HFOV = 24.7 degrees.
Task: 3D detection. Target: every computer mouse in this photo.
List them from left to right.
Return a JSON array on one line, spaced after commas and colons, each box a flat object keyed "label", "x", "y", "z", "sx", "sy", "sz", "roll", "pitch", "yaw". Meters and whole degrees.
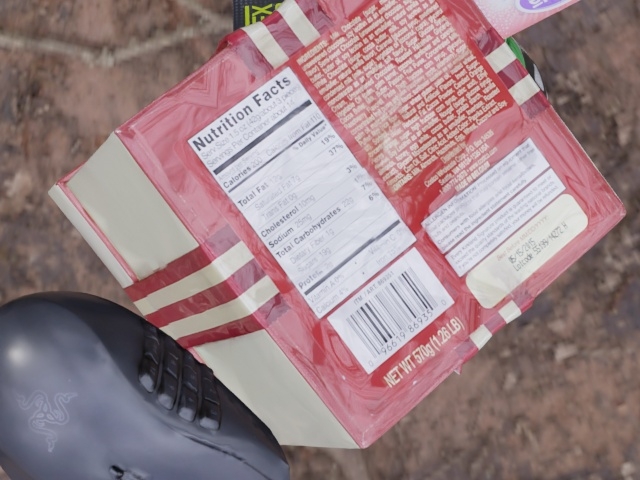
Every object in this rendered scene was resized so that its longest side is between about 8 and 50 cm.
[{"label": "computer mouse", "x": -0.019, "y": 0.104, "z": 0.476, "sx": 0.071, "sy": 0.041, "sz": 0.242, "roll": -43, "pitch": 111, "yaw": 13}]

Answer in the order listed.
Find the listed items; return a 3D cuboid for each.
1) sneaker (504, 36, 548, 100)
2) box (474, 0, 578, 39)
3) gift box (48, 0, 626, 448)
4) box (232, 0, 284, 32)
[{"label": "sneaker", "x": 0.165, "y": -0.149, "z": 1.475, "sx": 0.146, "sy": 0.343, "sz": 0.134, "roll": 20, "pitch": 96, "yaw": -13}, {"label": "box", "x": 0.162, "y": -0.280, "z": 1.197, "sx": 0.300, "sy": 0.154, "sz": 0.142, "roll": -26, "pitch": 136, "yaw": 17}, {"label": "gift box", "x": 0.000, "y": 0.000, "z": 0.908, "sx": 0.255, "sy": 0.258, "sz": 0.276, "roll": -34, "pitch": 96, "yaw": -19}, {"label": "box", "x": -0.027, "y": -0.138, "z": 1.240, "sx": 0.060, "sy": 0.270, "sz": 0.216, "roll": -4, "pitch": 160, "yaw": 6}]
